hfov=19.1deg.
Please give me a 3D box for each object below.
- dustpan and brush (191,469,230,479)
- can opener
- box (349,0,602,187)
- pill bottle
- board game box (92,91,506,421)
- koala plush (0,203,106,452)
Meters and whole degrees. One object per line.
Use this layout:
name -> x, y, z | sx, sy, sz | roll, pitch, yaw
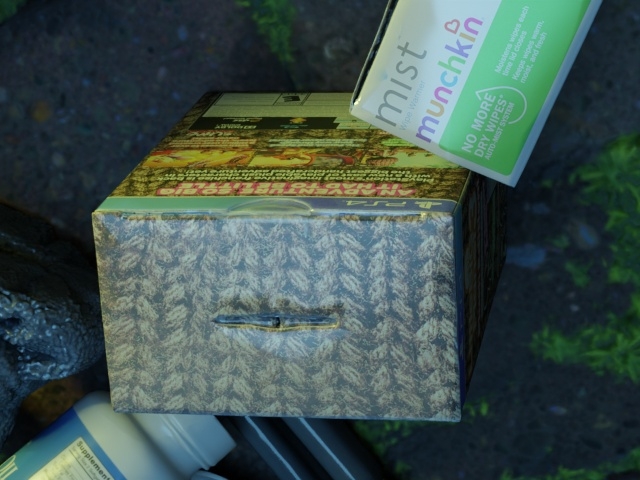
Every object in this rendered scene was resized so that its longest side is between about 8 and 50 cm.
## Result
dustpan and brush -> -0.110, 0.217, 1.543 | 0.147, 0.060, 0.211 | -29, 73, 16
can opener -> 0.010, 0.194, 1.501 | 0.074, 0.093, 0.280 | -36, 95, 22
box -> 0.136, -0.203, 1.249 | 0.126, 0.231, 0.262 | 25, 112, 2
pill bottle -> -0.177, 0.194, 1.466 | 0.221, 0.124, 0.124 | -40, 99, -7
board game box -> 0.000, 0.000, 1.319 | 0.232, 0.291, 0.141 | 1, 110, 12
koala plush -> -0.275, 0.100, 1.473 | 0.203, 0.196, 0.221 | 22, 109, -8
